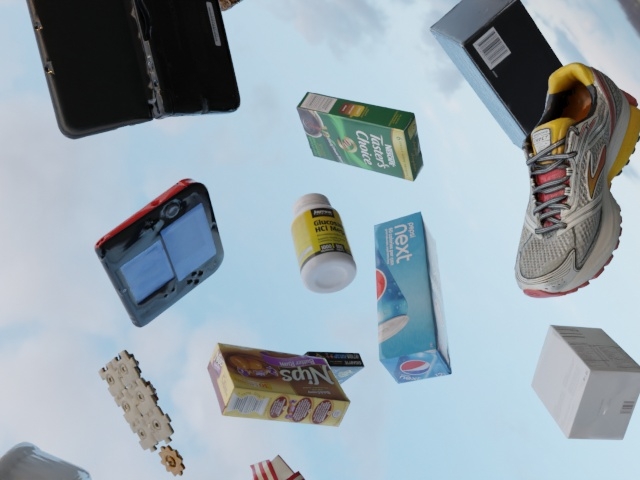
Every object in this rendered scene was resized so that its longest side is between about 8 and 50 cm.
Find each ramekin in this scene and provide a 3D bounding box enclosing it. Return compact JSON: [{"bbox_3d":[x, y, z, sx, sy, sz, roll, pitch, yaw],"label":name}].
[{"bbox_3d":[-0.506,0.502,1.028,0.135,0.277,0.277,17,-142,-1],"label":"ramekin"}]

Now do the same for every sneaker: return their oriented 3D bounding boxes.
[{"bbox_3d":[0.209,-0.055,0.530,0.092,0.088,0.225,31,-112,-29],"label":"sneaker"}]

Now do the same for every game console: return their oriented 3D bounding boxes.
[{"bbox_3d":[-0.124,-0.138,0.406,0.107,0.071,0.122,-19,-82,-51],"label":"game console"},{"bbox_3d":[-0.426,0.039,1.675,0.060,0.387,0.342,31,-122,26],"label":"game console"}]

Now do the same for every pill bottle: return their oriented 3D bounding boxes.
[{"bbox_3d":[0.000,0.000,2.040,0.188,0.188,0.334,22,-144,-35],"label":"pill bottle"}]

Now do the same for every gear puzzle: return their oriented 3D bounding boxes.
[{"bbox_3d":[-0.424,0.432,1.498,0.044,0.175,0.339,-25,-100,-52],"label":"gear puzzle"}]

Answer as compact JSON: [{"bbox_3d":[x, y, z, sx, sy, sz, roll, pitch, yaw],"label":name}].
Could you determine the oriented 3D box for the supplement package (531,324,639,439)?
[{"bbox_3d":[0.645,0.341,1.464,0.149,0.194,0.203,5,-158,-8],"label":"supplement package"}]

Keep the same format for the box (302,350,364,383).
[{"bbox_3d":[-0.006,0.386,1.742,0.220,0.175,0.051,12,-135,-44],"label":"box"}]

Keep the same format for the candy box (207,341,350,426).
[{"bbox_3d":[-0.061,0.210,0.872,0.186,0.053,0.109,14,-161,-27],"label":"candy box"}]

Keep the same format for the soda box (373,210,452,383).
[{"bbox_3d":[0.114,0.068,0.764,0.067,0.071,0.210,54,-152,-43],"label":"soda box"}]

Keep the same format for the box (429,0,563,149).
[{"bbox_3d":[0.300,-0.245,0.924,0.261,0.103,0.184,45,-168,-23],"label":"box"}]

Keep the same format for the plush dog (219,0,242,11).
[{"bbox_3d":[-0.213,-0.560,1.120,0.225,0.262,0.211,22,-150,-6],"label":"plush dog"}]

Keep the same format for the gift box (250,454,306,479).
[{"bbox_3d":[-0.111,0.721,1.507,0.255,0.276,0.258,-43,-48,-21],"label":"gift box"}]

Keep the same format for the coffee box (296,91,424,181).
[{"bbox_3d":[0.059,-0.156,0.900,0.040,0.184,0.113,-58,-30,-24],"label":"coffee box"}]
